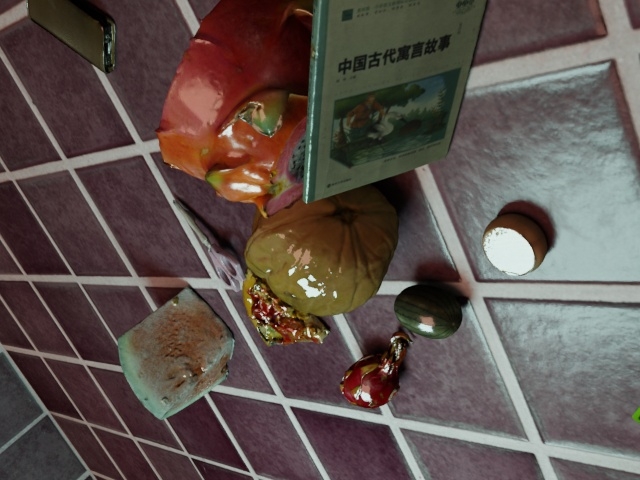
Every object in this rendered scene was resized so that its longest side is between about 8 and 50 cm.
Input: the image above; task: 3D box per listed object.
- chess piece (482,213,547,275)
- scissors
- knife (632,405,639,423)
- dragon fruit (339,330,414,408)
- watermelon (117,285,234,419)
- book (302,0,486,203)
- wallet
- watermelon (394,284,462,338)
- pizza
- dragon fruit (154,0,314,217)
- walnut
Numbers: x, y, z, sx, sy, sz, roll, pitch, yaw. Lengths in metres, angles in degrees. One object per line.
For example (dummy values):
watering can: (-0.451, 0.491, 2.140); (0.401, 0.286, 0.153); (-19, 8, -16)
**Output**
chess piece: (0.249, 0.006, 0.995); (0.084, 0.038, 0.083); (29, 141, 27)
scissors: (-0.210, 0.003, 1.451); (0.212, 0.021, 0.110); (52, 152, 11)
knife: (0.433, 0.192, 0.994); (0.078, 0.023, 0.166); (32, 140, 28)
dragon fruit: (0.102, 0.225, 1.308); (0.094, 0.094, 0.190); (44, 132, 6)
watermelon: (-0.291, 0.238, 1.641); (0.201, 0.262, 0.213); (-41, 88, 26)
book: (0.079, -0.175, 0.870); (0.025, 0.215, 0.282); (54, 155, 36)
wallet: (-0.433, -0.380, 1.336); (0.198, 0.031, 0.110); (37, 142, 15)
watermelon: (0.157, 0.103, 1.143); (0.111, 0.078, 0.078); (19, 135, 36)
pizza: (-0.075, 0.141, 1.432); (0.193, 0.053, 0.201); (14, 132, 38)
dragon fruit: (-0.057, -0.167, 0.950); (0.189, 0.290, 0.290); (31, 141, 12)
walnut: (0.000, 0.000, 1.109); (0.228, 0.228, 0.228); (27, 139, 26)
